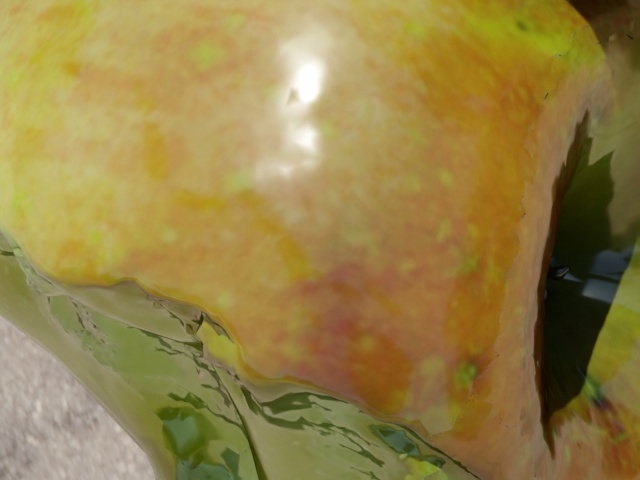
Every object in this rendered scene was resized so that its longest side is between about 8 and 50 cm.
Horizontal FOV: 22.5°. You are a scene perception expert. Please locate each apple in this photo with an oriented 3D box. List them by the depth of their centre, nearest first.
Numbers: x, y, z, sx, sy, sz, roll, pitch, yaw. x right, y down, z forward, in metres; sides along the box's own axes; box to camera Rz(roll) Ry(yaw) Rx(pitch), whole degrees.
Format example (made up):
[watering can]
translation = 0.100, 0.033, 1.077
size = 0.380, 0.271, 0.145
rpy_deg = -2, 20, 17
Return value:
[apple]
translation = 0.000, 0.000, 0.467
size = 0.226, 0.246, 0.246
rpy_deg = 7, 55, 43
